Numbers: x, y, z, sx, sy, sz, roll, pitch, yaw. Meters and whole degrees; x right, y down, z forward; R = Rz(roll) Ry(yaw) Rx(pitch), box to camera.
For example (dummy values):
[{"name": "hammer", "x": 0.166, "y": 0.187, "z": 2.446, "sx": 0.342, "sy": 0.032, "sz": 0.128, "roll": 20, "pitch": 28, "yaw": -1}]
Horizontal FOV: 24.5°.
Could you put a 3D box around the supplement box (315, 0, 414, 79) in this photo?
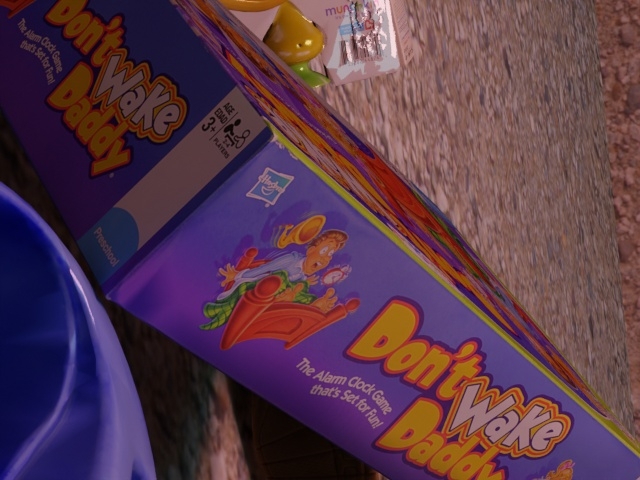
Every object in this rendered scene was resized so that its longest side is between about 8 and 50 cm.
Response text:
[{"name": "supplement box", "x": 0.028, "y": -0.175, "z": 1.093, "sx": 0.036, "sy": 0.062, "sz": 0.098, "roll": -58, "pitch": 138, "yaw": -63}]

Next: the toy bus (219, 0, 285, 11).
[{"name": "toy bus", "x": -0.073, "y": -0.206, "z": 0.758, "sx": 0.104, "sy": 0.191, "sz": 0.202, "roll": -58, "pitch": -179, "yaw": 31}]

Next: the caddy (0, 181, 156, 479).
[{"name": "caddy", "x": -0.141, "y": 0.121, "z": 0.350, "sx": 0.341, "sy": 0.179, "sz": 0.241, "roll": -60, "pitch": 137, "yaw": -59}]

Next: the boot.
[{"name": "boot", "x": 0.008, "y": 0.065, "z": 0.928, "sx": 0.165, "sy": 0.077, "sz": 0.213, "roll": -36, "pitch": 110, "yaw": -68}]

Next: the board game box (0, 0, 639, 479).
[{"name": "board game box", "x": 0.000, "y": 0.000, "z": 0.660, "sx": 0.347, "sy": 0.078, "sz": 0.233, "roll": 39, "pitch": 11, "yaw": -47}]

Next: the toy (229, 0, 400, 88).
[{"name": "toy", "x": -0.040, "y": -0.203, "z": 0.881, "sx": 0.056, "sy": 0.137, "sz": 0.237, "roll": -169, "pitch": -115, "yaw": -68}]
